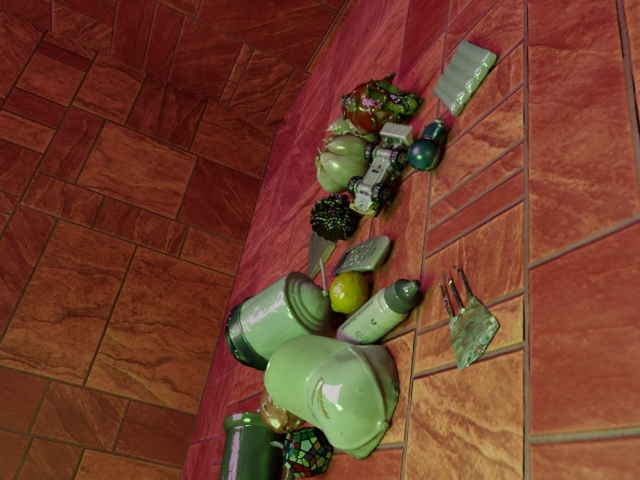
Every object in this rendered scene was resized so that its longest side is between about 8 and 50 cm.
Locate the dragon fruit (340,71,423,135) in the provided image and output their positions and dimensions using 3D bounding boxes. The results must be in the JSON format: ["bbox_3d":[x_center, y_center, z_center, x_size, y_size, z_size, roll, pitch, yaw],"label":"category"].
[{"bbox_3d":[0.182,-0.435,1.710,0.269,0.200,0.198,-174,93,-72],"label":"dragon fruit"}]

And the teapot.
[{"bbox_3d":[-0.193,0.704,1.612,0.270,0.200,0.337,-19,46,26],"label":"teapot"}]

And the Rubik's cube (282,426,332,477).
[{"bbox_3d":[-0.035,0.543,1.393,0.133,0.112,0.133,-160,90,-75],"label":"Rubik's cube"}]

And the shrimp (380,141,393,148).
[{"bbox_3d":[0.213,-0.266,1.716,0.099,0.041,0.180,-44,26,25],"label":"shrimp"}]

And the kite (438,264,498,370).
[{"bbox_3d":[0.281,0.136,1.058,0.127,0.016,0.229,-55,25,32],"label":"kite"}]

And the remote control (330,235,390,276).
[{"bbox_3d":[0.119,0.058,1.590,0.109,0.055,0.313,-56,10,-16],"label":"remote control"}]

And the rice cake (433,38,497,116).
[{"bbox_3d":[0.367,-0.428,1.407,0.189,0.037,0.198,-58,20,31],"label":"rice cake"}]

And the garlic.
[{"bbox_3d":[0.084,-0.291,1.861,0.281,0.203,0.184,-59,36,21],"label":"garlic"}]

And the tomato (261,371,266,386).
[{"bbox_3d":[-0.109,0.411,1.720,0.187,0.151,0.187,-49,28,39],"label":"tomato"}]

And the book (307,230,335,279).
[{"bbox_3d":[0.000,0.000,2.073,0.282,0.025,0.215,-89,24,-49],"label":"book"}]

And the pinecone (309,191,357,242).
[{"bbox_3d":[0.051,-0.086,1.806,0.163,0.163,0.165,-55,4,40],"label":"pinecone"}]

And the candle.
[{"bbox_3d":[-0.099,0.222,1.555,0.342,0.221,0.221,-33,34,29],"label":"candle"}]

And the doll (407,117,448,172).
[{"bbox_3d":[0.277,-0.240,1.399,0.152,0.085,0.114,-62,0,-14],"label":"doll"}]

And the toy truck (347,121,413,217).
[{"bbox_3d":[0.183,-0.203,1.585,0.136,0.111,0.285,23,82,42],"label":"toy truck"}]

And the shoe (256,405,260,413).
[{"bbox_3d":[-0.185,0.601,1.854,0.195,0.078,0.079,129,156,-56],"label":"shoe"}]

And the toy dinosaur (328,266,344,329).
[{"bbox_3d":[0.044,0.178,1.636,0.082,0.039,0.208,18,113,46],"label":"toy dinosaur"}]

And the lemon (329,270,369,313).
[{"bbox_3d":[0.078,0.146,1.504,0.133,0.109,0.109,-43,17,-4],"label":"lemon"}]

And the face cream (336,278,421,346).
[{"bbox_3d":[0.147,0.177,1.297,0.311,0.092,0.092,-49,26,46],"label":"face cream"}]

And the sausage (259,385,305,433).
[{"bbox_3d":[-0.067,0.411,1.468,0.152,0.152,0.280,-63,-11,21],"label":"sausage"}]

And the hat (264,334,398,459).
[{"bbox_3d":[0.016,0.343,1.244,0.168,0.301,0.257,12,-82,-85],"label":"hat"}]
